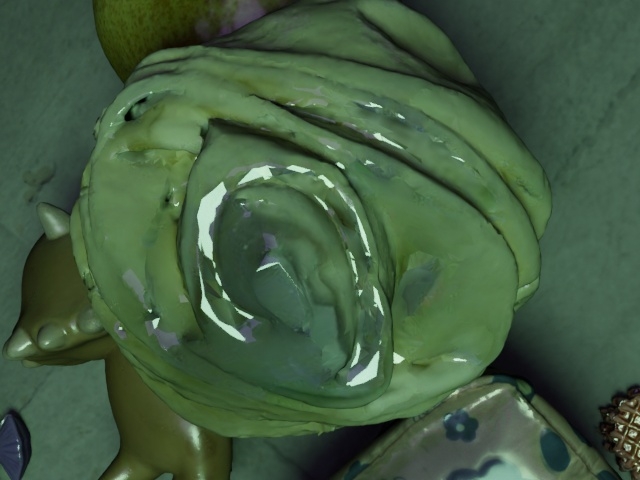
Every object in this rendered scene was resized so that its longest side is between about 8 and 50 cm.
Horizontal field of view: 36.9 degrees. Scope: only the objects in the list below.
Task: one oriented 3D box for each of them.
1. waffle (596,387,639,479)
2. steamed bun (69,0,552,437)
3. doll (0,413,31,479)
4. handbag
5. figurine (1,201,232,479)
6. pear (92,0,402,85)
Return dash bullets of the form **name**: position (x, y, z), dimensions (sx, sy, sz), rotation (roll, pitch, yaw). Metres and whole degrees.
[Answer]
- **waffle**: position (0.260, 0.151, 0.745), dimensions (0.083, 0.029, 0.075), rotation (-19, 84, 13)
- **steamed bun**: position (0.000, 0.000, 0.573), dimensions (0.280, 0.207, 0.268), rotation (-21, 112, 5)
- **doll**: position (-0.309, 0.208, 0.843), dimensions (0.115, 0.050, 0.190), rotation (-8, 87, 4)
- **handbag**: position (0.091, 0.212, 0.696), dimensions (0.251, 0.193, 0.190), rotation (-41, 81, 8)
- **figurine**: position (-0.158, 0.086, 0.749), dimensions (0.173, 0.177, 0.247), rotation (-2, 97, -8)
- **pear**: position (-0.052, -0.165, 0.721), dimensions (0.228, 0.188, 0.211), rotation (-19, 77, 10)
